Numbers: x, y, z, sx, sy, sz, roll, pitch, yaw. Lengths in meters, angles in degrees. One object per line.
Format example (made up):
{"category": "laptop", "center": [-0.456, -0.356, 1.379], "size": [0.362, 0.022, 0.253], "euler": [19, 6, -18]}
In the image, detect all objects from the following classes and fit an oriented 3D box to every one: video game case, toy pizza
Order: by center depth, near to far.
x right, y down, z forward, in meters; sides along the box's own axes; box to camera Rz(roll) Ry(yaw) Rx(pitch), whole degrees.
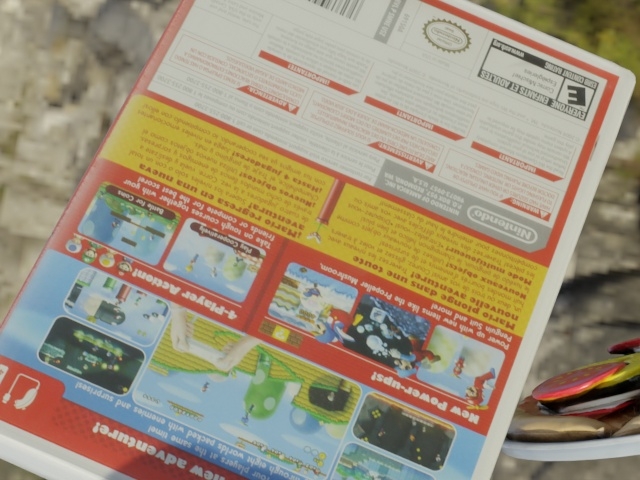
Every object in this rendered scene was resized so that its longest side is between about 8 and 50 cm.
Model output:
{"category": "video game case", "center": [0.000, 0.000, 0.749], "size": [0.025, 0.204, 0.285], "euler": [110, -176, -60]}
{"category": "toy pizza", "center": [0.170, 0.057, 0.775], "size": [0.201, 0.201, 0.032], "euler": [171, 87, -70]}
